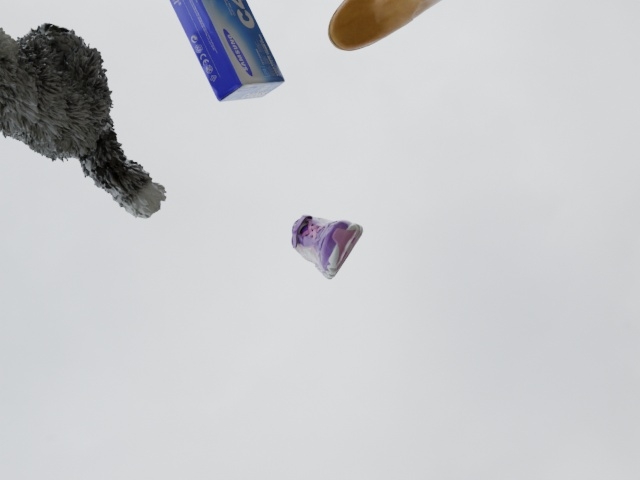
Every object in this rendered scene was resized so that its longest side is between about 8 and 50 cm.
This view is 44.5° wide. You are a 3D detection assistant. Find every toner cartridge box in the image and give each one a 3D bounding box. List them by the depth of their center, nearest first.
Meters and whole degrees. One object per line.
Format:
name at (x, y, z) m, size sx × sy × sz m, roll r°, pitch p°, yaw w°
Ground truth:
toner cartridge box at (-0.211, -0.456, 1.582) m, size 0.165 × 0.075 × 0.348 m, roll -25°, pitch -91°, yaw -58°

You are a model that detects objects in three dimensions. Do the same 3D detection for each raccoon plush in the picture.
raccoon plush at (-0.455, -0.205, 1.302) m, size 0.446 × 0.216 × 0.299 m, roll 39°, pitch -160°, yaw -2°

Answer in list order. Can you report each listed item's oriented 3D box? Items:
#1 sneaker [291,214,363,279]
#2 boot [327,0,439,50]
sneaker at (0.000, 0.000, 1.267) m, size 0.104 × 0.236 × 0.095 m, roll 36°, pitch -97°, yaw -1°
boot at (0.153, -0.427, 1.326) m, size 0.295 × 0.211 × 0.104 m, roll -34°, pitch -76°, yaw -3°
